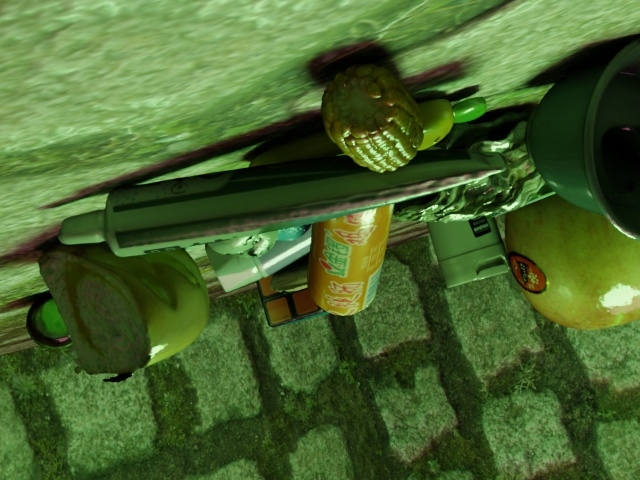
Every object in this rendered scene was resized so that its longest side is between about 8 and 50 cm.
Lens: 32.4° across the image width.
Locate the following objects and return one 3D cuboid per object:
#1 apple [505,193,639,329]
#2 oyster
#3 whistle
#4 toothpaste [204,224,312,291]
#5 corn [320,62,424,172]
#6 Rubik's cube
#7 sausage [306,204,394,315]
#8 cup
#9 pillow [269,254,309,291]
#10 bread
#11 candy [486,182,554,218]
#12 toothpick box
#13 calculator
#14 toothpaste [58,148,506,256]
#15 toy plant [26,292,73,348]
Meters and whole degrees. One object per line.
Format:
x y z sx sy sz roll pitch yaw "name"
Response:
0.444 -0.034 1.692 0.338 0.305 0.338 -16 -169 3 "apple"
0.188 -0.080 1.307 0.268 0.112 0.198 -19 177 -21 "oyster"
-0.054 -0.026 1.269 0.114 0.077 0.236 -33 169 35 "whistle"
0.026 -0.037 1.500 0.371 0.080 0.125 -24 177 -1 "toothpaste"
0.041 -0.089 0.827 0.068 0.068 0.207 -18 177 8 "corn"
-0.021 0.057 1.989 0.161 0.163 0.162 -18 172 15 "Rubik's cube"
0.034 -0.014 1.248 0.093 0.093 0.312 -16 157 -11 "sausage"
0.284 -0.102 1.098 0.199 0.199 0.150 -15 -167 -31 "cup"
-0.003 0.001 1.567 0.135 0.034 0.211 -15 -151 17 "pillow"
-0.212 0.057 1.214 0.156 0.158 0.261 -25 -170 -41 "bread"
0.276 -0.097 1.552 0.062 0.097 0.194 -20 178 -15 "candy"
0.229 -0.022 1.772 0.111 0.180 0.111 -17 176 -1 "toothpick box"
0.046 -0.094 1.035 0.235 0.032 0.146 -15 176 -3 "calculator"
-0.036 -0.037 0.956 0.392 0.061 0.099 -9 -168 4 "toothpaste"
-0.420 0.129 1.750 0.093 0.092 0.162 -16 176 -18 "toy plant"
